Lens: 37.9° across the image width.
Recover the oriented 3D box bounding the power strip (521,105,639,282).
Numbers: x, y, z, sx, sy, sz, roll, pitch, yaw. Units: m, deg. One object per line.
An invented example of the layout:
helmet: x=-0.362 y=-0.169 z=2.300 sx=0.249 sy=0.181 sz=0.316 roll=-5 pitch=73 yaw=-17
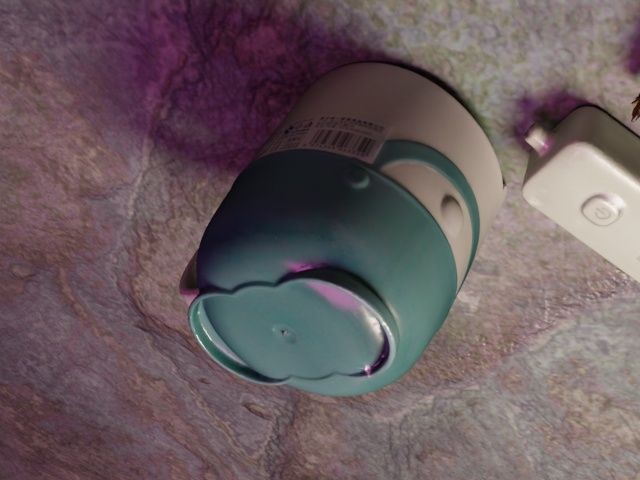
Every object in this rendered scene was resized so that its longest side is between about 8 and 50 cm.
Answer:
power strip: x=0.330 y=0.016 z=0.807 sx=0.385 sy=0.062 sz=0.091 roll=34 pitch=138 yaw=-8

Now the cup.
cup: x=0.000 y=0.000 z=0.837 sx=0.290 sy=0.257 sz=0.219 roll=-10 pitch=123 yaw=38

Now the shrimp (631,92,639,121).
shrimp: x=0.254 y=-0.184 z=0.633 sx=0.150 sy=0.068 sz=0.248 roll=27 pitch=138 yaw=22
